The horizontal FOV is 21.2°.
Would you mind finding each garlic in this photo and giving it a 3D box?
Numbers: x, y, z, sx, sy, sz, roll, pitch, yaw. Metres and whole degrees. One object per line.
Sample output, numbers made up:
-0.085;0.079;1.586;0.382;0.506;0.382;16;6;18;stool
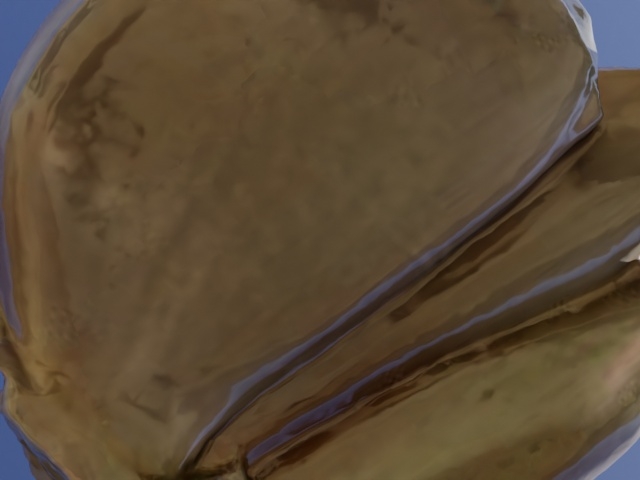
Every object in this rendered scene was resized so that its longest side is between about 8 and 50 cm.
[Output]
0.001;0.000;0.685;0.325;0.132;0.279;-41;-79;-13;garlic
